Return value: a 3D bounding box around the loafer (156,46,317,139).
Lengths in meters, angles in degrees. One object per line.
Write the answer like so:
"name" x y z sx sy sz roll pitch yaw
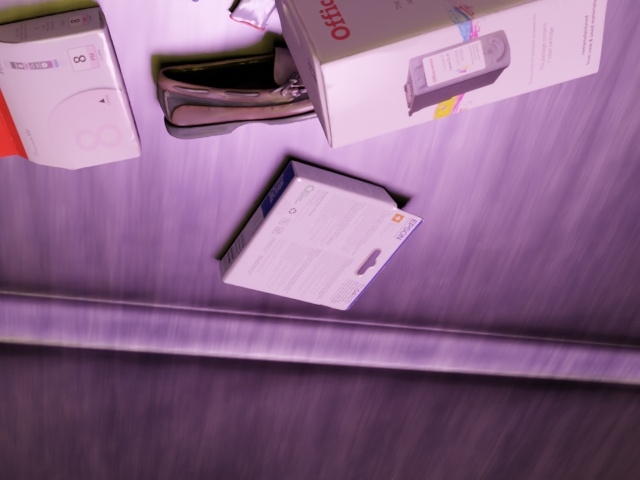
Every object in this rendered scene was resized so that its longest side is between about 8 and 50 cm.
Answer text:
"loafer" -0.066 -0.190 1.128 0.267 0.096 0.084 -13 130 0

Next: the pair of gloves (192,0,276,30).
"pair of gloves" -0.083 -0.316 1.044 0.198 0.023 0.159 19 126 -30

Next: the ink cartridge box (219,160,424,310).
"ink cartridge box" 0.000 0.000 1.367 0.224 0.045 0.223 17 128 -31

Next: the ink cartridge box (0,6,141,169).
"ink cartridge box" -0.345 -0.162 1.102 0.232 0.066 0.189 -15 137 -7

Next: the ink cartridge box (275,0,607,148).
"ink cartridge box" 0.118 -0.250 1.008 0.306 0.226 0.131 -17 139 -4
